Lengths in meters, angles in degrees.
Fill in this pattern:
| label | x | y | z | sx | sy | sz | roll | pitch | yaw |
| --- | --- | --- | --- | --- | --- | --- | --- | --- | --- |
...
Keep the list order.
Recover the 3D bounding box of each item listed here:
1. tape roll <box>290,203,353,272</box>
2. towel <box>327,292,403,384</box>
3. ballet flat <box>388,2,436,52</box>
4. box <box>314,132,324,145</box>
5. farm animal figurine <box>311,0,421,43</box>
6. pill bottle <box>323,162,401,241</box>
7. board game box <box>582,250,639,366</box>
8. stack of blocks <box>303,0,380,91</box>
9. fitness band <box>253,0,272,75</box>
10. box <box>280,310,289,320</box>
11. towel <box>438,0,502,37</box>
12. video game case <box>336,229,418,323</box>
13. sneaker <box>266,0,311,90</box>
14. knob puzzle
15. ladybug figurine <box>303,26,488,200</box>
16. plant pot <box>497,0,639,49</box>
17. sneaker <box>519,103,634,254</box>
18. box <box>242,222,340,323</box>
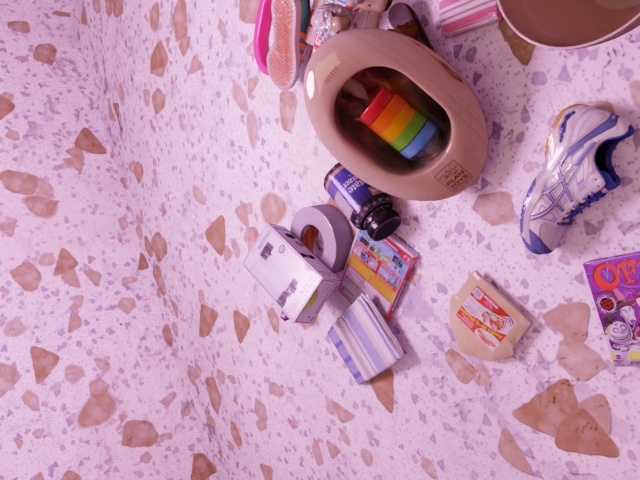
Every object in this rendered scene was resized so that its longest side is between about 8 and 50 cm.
| label | x | y | z | sx | sy | sz | roll | pitch | yaw |
| --- | --- | --- | --- | --- | --- | --- | --- | --- | --- |
| tape roll | 0.000 | 0.000 | 1.584 | 0.219 | 0.072 | 0.219 | 16 | 112 | 48 |
| towel | 0.125 | 0.296 | 1.520 | 0.209 | 0.034 | 0.285 | 58 | 146 | 17 |
| ballet flat | 0.229 | -0.438 | 1.208 | 0.084 | 0.058 | 0.249 | -26 | 85 | 32 |
| box | 0.103 | -0.299 | 1.338 | 0.181 | 0.119 | 0.181 | 47 | 132 | 32 |
| farm animal figurine | 0.109 | -0.566 | 1.087 | 0.327 | 0.172 | 0.330 | 28 | 127 | 31 |
| pill bottle | 0.113 | -0.106 | 1.377 | 0.219 | 0.123 | 0.122 | 53 | 135 | 27 |
| board game box | 0.643 | 0.102 | 0.857 | 0.347 | 0.056 | 0.208 | -21 | 80 | 51 |
| stack of blocks | 0.044 | -0.522 | 1.373 | 0.171 | 0.087 | 0.297 | 41 | 129 | 36 |
| fitness band | -0.128 | -0.648 | 1.574 | 0.209 | 0.054 | 0.290 | 43 | 129 | 35 |
| box | -0.066 | 0.178 | 1.678 | 0.029 | 0.116 | 0.162 | 36 | 126 | 37 |
| towel | 0.312 | -0.547 | 1.093 | 0.144 | 0.029 | 0.196 | 1 | 98 | 50 |
| video game case | 0.151 | 0.095 | 1.464 | 0.204 | 0.025 | 0.285 | 44 | 131 | 35 |
| sneaker | -0.072 | -0.566 | 1.450 | 0.108 | 0.121 | 0.302 | 33 | 144 | 15 |
| knob puzzle | 0.381 | 0.194 | 1.209 | 0.213 | 0.030 | 0.213 | 17 | 113 | 46 |
| ladybug figurine | 0.170 | -0.270 | 1.125 | 0.449 | 0.162 | 0.305 | 39 | 119 | -13 |
| plant pot | 0.452 | -0.449 | 0.818 | 0.284 | 0.191 | 0.284 | 18 | 115 | 47 |
| sneaker | 0.471 | -0.095 | 0.958 | 0.131 | 0.112 | 0.296 | 31 | 123 | 42 |
| box | -0.094 | 0.095 | 1.554 | 0.290 | 0.087 | 0.169 | 44 | 107 | 34 |
